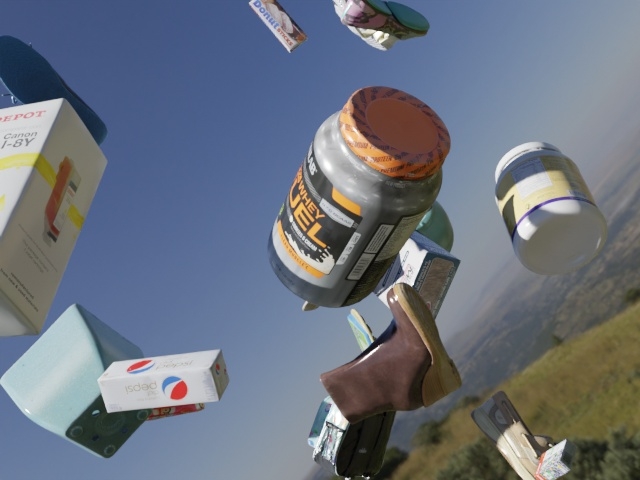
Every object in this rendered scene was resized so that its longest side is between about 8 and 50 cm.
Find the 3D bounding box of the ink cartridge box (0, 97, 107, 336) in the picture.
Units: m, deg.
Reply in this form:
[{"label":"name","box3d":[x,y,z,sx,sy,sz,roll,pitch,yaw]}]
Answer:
[{"label":"ink cartridge box","box3d":[-0.553,-0.039,1.193,0.160,0.280,0.384,70,-160,-46]}]

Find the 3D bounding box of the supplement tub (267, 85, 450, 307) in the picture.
[{"label":"supplement tub","box3d":[0.053,-0.059,1.075,0.194,0.194,0.316,-38,-17,-43]}]

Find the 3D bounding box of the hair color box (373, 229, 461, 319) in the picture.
[{"label":"hair color box","box3d":[0.196,0.058,1.828,0.173,0.105,0.347,-69,24,12]}]

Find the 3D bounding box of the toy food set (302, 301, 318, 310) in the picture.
[{"label":"toy food set","box3d":[0.000,0.000,1.845,0.219,0.093,0.306,121,157,-49]}]

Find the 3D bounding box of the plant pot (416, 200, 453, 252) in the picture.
[{"label":"plant pot","box3d":[0.299,-0.056,2.468,0.293,0.293,0.196,-46,-29,-15]}]

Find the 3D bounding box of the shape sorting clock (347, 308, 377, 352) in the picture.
[{"label":"shape sorting clock","box3d":[0.136,0.278,1.986,0.040,0.206,0.206,-28,-17,-10]}]

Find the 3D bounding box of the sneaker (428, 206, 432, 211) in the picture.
[{"label":"sneaker","box3d":[0.197,-0.103,1.645,0.058,0.085,0.152,-51,31,3]}]

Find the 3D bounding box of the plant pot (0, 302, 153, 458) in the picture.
[{"label":"plant pot","box3d":[-0.518,0.346,1.652,0.248,0.252,0.247,-47,-48,-8]}]

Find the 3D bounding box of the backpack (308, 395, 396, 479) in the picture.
[{"label":"backpack","box3d":[0.100,0.534,2.102,0.225,0.191,0.253,18,-85,-45]}]

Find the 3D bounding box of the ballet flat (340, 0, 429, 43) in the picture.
[{"label":"ballet flat","box3d":[0.111,-0.398,1.330,0.222,0.076,0.079,-3,-33,-51]}]

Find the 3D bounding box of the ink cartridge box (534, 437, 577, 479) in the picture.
[{"label":"ink cartridge box","box3d":[0.442,0.434,1.406,0.063,0.029,0.115,-47,-6,-47]}]

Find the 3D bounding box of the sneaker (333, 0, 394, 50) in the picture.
[{"label":"sneaker","box3d":[0.091,-0.618,1.635,0.210,0.366,0.137,-41,8,5]}]

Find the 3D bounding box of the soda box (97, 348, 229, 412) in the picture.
[{"label":"soda box","box3d":[-0.278,0.251,1.303,0.074,0.216,0.069,-65,-34,-70]}]

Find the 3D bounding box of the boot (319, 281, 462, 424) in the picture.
[{"label":"boot","box3d":[0.092,0.189,1.146,0.207,0.248,0.090,-21,33,13]}]

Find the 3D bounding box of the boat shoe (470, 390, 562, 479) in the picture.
[{"label":"boat shoe","box3d":[0.483,0.483,1.641,0.110,0.341,0.121,-42,-36,2]}]

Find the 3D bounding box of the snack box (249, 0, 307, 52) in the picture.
[{"label":"snack box","box3d":[-0.116,-0.606,2.014,0.064,0.178,0.022,-40,-5,-3]}]

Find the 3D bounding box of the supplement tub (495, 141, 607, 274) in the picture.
[{"label":"supplement tub","box3d":[0.611,-0.095,1.983,0.241,0.241,0.331,-58,22,35]}]

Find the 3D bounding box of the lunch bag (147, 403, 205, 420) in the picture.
[{"label":"lunch bag","box3d":[-0.491,0.467,2.115,0.293,0.120,0.258,0,-11,-35]}]

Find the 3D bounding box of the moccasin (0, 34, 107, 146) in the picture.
[{"label":"moccasin","box3d":[-0.683,-0.349,1.792,0.137,0.342,0.117,-48,32,-17]}]
